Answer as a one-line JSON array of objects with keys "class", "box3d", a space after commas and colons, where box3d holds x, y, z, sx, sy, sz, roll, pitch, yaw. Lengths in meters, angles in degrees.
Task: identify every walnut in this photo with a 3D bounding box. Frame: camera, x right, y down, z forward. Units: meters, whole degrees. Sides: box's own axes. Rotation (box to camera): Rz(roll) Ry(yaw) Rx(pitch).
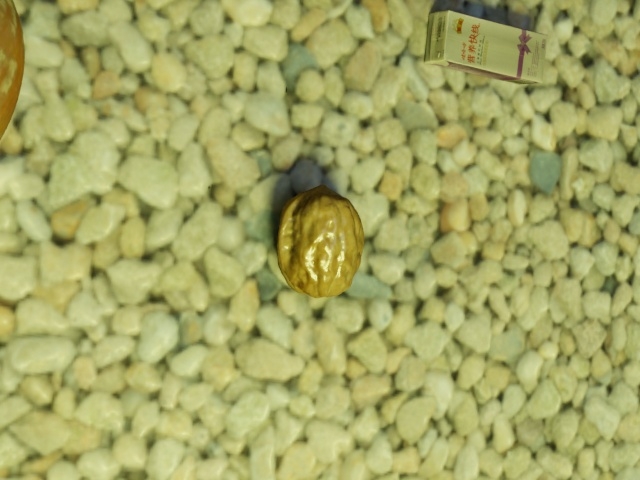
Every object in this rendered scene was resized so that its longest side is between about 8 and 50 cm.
[{"class": "walnut", "box3d": [0.000, 0.000, 1.164, 0.082, 0.079, 0.096, -2, 99, -27]}]

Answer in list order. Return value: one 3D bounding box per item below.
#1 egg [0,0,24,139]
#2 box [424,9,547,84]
[{"class": "egg", "box3d": [-0.303, -0.109, 0.924, 0.233, 0.195, 0.195, -43, 111, -19]}, {"class": "box", "box3d": [0.154, -0.179, 1.275, 0.117, 0.036, 0.050, 10, 86, -29]}]
